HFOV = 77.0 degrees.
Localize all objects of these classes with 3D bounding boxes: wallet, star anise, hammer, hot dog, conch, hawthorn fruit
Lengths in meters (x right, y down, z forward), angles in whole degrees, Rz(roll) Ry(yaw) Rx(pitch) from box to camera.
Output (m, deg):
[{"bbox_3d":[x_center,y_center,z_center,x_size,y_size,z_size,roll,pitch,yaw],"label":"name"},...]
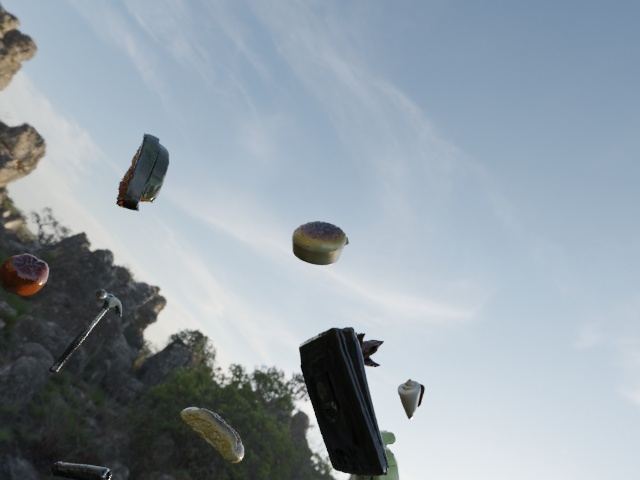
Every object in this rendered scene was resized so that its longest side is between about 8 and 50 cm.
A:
[{"bbox_3d":[0.031,0.286,0.719,0.169,0.052,0.245,-36,-117,48],"label":"wallet"},{"bbox_3d":[0.089,0.362,1.229,0.111,0.213,0.195,13,-86,49],"label":"star anise"},{"bbox_3d":[-0.663,0.264,1.141,0.029,0.246,0.103,17,-25,32],"label":"hammer"},{"bbox_3d":[-0.332,0.594,1.264,0.243,0.073,0.084,30,-21,21],"label":"hot dog"},{"bbox_3d":[0.358,0.612,1.561,0.094,0.104,0.176,-15,-83,30],"label":"conch"},{"bbox_3d":[-0.599,0.077,0.809,0.081,0.081,0.093,44,-68,6],"label":"hawthorn fruit"}]

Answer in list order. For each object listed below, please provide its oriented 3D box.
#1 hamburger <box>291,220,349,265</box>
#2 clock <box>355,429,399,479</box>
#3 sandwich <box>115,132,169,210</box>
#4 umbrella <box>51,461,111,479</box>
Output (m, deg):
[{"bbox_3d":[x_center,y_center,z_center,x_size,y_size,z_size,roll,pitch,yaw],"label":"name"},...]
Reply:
[{"bbox_3d":[0.000,0.000,0.944,0.127,0.141,0.081,37,-59,44],"label":"hamburger"},{"bbox_3d":[0.148,0.628,1.054,0.069,0.231,0.170,8,-30,-16],"label":"clock"},{"bbox_3d":[-0.459,-0.159,1.045,0.079,0.235,0.159,25,-58,-34],"label":"sandwich"},{"bbox_3d":[-0.497,0.479,0.834,0.133,0.031,0.036,-1,-72,12],"label":"umbrella"}]
